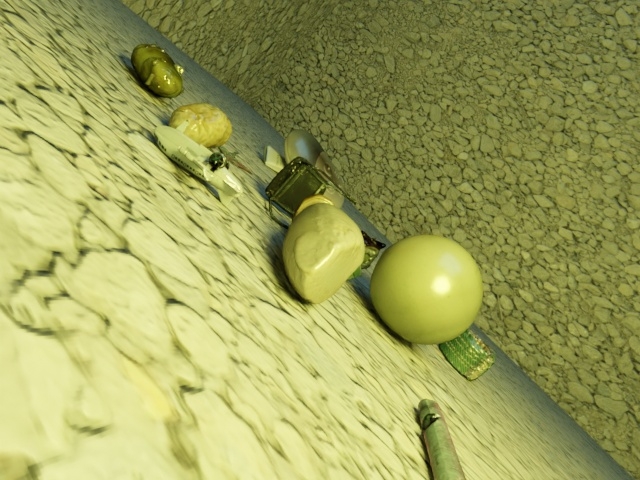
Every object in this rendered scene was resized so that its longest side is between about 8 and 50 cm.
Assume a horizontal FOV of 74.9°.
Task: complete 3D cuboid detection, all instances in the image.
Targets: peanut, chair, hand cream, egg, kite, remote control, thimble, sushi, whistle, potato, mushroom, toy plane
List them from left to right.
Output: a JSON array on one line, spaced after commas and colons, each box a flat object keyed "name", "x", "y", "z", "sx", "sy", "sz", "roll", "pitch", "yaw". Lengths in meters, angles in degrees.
[{"name": "potato", "x": -0.368, "y": -0.384, "z": 0.953, "sx": 0.117, "sy": 0.090, "sz": 0.225, "roll": 34, "pitch": 13, "yaw": -43}, {"name": "toy plane", "x": -0.187, "y": -0.124, "z": 0.663, "sx": 0.171, "sy": 0.065, "sz": 0.162, "roll": 46, "pitch": -2, "yaw": -8}, {"name": "peanut", "x": -0.237, "y": -0.231, "z": 0.859, "sx": 0.099, "sy": 0.099, "sz": 0.214, "roll": 42, "pitch": 4, "yaw": -5}, {"name": "kite", "x": -0.220, "y": -0.211, "z": 1.049, "sx": 0.139, "sy": 0.011, "sz": 0.156, "roll": 43, "pitch": 11, "yaw": -15}, {"name": "hand cream", "x": -0.113, "y": -0.242, "z": 1.477, "sx": 0.255, "sy": 0.048, "sz": 0.079, "roll": 33, "pitch": 45, "yaw": -48}, {"name": "chair", "x": -0.046, "y": -0.113, "z": 0.950, "sx": 0.145, "sy": 0.140, "sz": 0.221, "roll": 38, "pitch": 10, "yaw": -34}, {"name": "remote control", "x": -0.017, "y": -0.242, "z": 1.485, "sx": 0.332, "sy": 0.104, "sz": 0.221, "roll": 52, "pitch": 34, "yaw": -26}, {"name": "mushroom", "x": 0.000, "y": 0.000, "z": 0.689, "sx": 0.128, "sy": 0.128, "sz": 0.350, "roll": 41, "pitch": 8, "yaw": -13}, {"name": "sushi", "x": 0.096, "y": 0.017, "z": 1.063, "sx": 0.094, "sy": 0.098, "sz": 0.084, "roll": 28, "pitch": 15, "yaw": -40}, {"name": "egg", "x": 0.210, "y": 0.095, "z": 0.837, "sx": 0.219, "sy": 0.219, "sz": 0.269, "roll": 47, "pitch": 13, "yaw": 19}, {"name": "whistle", "x": 0.140, "y": 0.241, "z": 0.488, "sx": 0.033, "sy": 0.033, "sz": 0.176, "roll": 43, "pitch": 9, "yaw": -1}, {"name": "thimble", "x": 0.372, "y": 0.282, "z": 1.061, "sx": 0.118, "sy": 0.090, "sz": 0.135, "roll": 42, "pitch": 12, "yaw": 6}]

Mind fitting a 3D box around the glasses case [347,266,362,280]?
[{"name": "glasses case", "x": 0.039, "y": 0.010, "z": 0.945, "sx": 0.184, "sy": 0.040, "sz": 0.077, "roll": -122, "pitch": -165, "yaw": -57}]
